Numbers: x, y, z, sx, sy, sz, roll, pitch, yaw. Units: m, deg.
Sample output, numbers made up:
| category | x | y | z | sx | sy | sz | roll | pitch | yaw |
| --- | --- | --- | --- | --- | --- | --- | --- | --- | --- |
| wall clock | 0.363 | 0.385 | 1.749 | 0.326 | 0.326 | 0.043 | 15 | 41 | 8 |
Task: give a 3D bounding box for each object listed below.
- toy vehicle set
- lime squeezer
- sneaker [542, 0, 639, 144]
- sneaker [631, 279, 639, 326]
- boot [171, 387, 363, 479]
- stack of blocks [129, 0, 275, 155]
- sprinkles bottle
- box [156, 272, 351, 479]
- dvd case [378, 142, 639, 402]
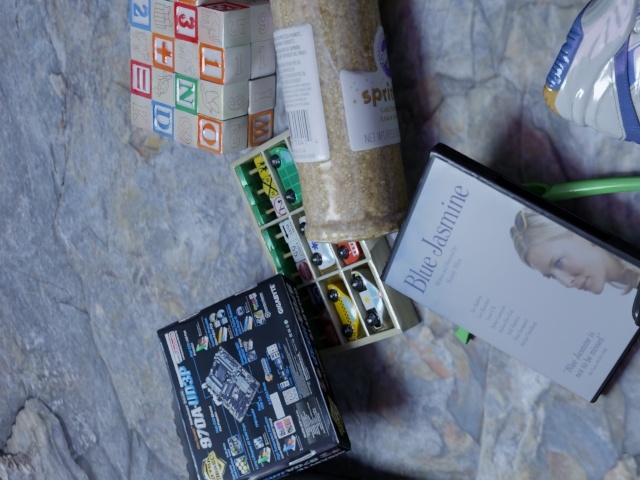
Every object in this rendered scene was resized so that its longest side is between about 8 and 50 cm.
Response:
| category | x | y | z | sx | sy | sz | roll | pitch | yaw |
| --- | --- | --- | --- | --- | --- | --- | --- | --- | --- |
| toy vehicle set | 0.000 | 0.000 | 1.234 | 0.166 | 0.035 | 0.267 | -25 | 87 | 46 |
| lime squeezer | 0.197 | -0.007 | 1.027 | 0.110 | 0.058 | 0.310 | 57 | 134 | 13 |
| sneaker | 0.297 | -0.214 | 0.838 | 0.131 | 0.112 | 0.297 | 28 | 127 | 13 |
| sneaker | 0.320 | 0.136 | 0.783 | 0.109 | 0.130 | 0.286 | -37 | 82 | 44 |
| boot | 0.026 | 0.298 | 1.241 | 0.445 | 0.146 | 0.367 | 12 | 112 | 41 |
| stack of blocks | -0.142 | -0.269 | 1.234 | 0.171 | 0.087 | 0.297 | 21 | 119 | 38 |
| sprinkles bottle | 0.014 | -0.180 | 1.080 | 0.121 | 0.121 | 0.356 | -1 | 101 | 44 |
| box | -0.081 | 0.172 | 1.212 | 0.175 | 0.051 | 0.220 | -26 | 67 | 12 |
| dvd case | 0.192 | 0.034 | 1.010 | 0.253 | 0.022 | 0.180 | 30 | 132 | 14 |
